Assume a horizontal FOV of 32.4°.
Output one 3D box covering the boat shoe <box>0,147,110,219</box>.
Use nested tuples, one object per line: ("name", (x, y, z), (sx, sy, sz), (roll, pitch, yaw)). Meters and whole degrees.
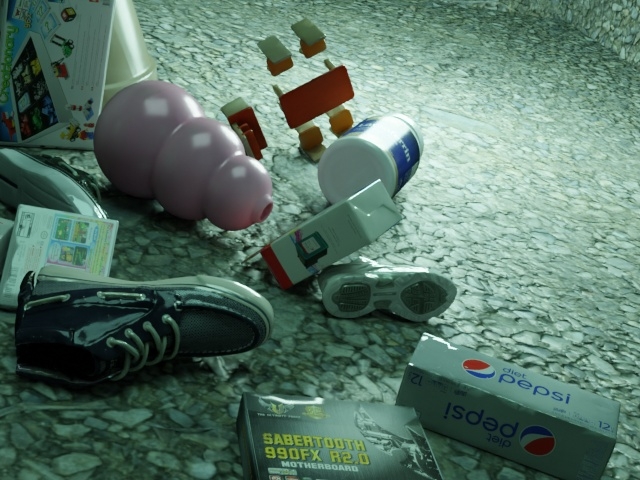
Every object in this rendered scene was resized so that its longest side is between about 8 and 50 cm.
("boat shoe", (-0.403, -0.076, 1.730), (0.119, 0.121, 0.335), (-14, 35, -38))

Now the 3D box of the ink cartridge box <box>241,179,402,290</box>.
("ink cartridge box", (0.000, 0.000, 1.751), (0.078, 0.231, 0.134), (59, 32, -3))

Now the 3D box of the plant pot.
("plant pot", (-0.481, -0.415, 2.143), (0.323, 0.280, 0.323), (2, 29, -1))

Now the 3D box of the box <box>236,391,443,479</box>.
("box", (0.022, 0.265, 1.326), (0.231, 0.056, 0.183), (8, 26, -14))

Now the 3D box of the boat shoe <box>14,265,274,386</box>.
("boat shoe", (-0.232, 0.129, 1.423), (0.340, 0.127, 0.158), (4, 32, -3))

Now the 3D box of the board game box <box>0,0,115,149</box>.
("board game box", (-0.482, -0.315, 1.969), (0.193, 0.305, 0.053), (2, 26, -26))

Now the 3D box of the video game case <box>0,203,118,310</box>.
("video game case", (-0.368, 0.032, 1.546), (0.143, 0.019, 0.157), (10, 63, -9))

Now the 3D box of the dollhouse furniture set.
("dollhouse furniture set", (-0.054, -0.260, 2.179), (0.259, 0.262, 0.135), (-29, 39, -7))

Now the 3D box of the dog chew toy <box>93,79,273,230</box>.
("dog chew toy", (-0.222, -0.131, 1.865), (0.332, 0.207, 0.206), (31, 29, 18))

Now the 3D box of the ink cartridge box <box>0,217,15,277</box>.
("ink cartridge box", (-0.521, 0.026, 1.508), (0.139, 0.082, 0.191), (15, 27, 1))

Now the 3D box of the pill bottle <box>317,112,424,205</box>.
("pill bottle", (0.106, -0.157, 2.127), (0.153, 0.153, 0.264), (20, 26, 13))

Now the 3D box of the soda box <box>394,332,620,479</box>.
("soda box", (0.250, 0.227, 1.481), (0.286, 0.091, 0.098), (19, 27, 10))

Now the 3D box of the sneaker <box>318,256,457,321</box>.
("sneaker", (0.103, 0.064, 1.749), (0.232, 0.090, 0.115), (6, 23, -19))
